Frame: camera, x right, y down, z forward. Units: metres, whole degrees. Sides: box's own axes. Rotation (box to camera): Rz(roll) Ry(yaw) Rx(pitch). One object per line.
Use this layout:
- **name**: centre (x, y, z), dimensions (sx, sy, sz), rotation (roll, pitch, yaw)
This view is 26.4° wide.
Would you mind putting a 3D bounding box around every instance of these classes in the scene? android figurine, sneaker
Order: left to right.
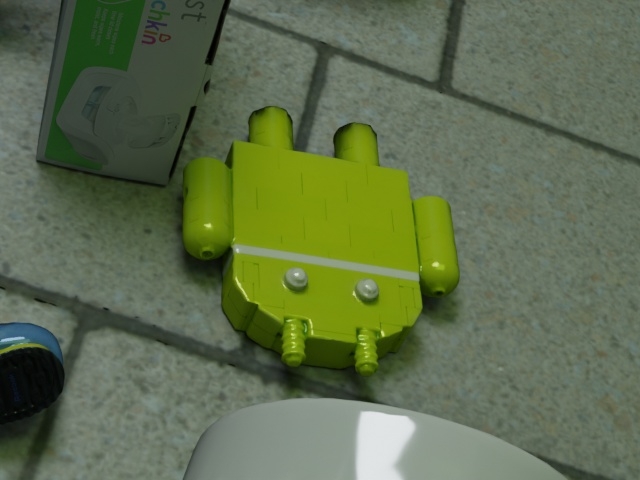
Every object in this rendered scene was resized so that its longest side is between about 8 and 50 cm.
- **sneaker**: centre (-0.290, 0.102, 0.978), dimensions (0.209, 0.069, 0.082), rotation (-11, 25, -19)
- **android figurine**: centre (0.000, 0.000, 1.176), dimensions (0.248, 0.056, 0.273), rotation (11, 48, -15)

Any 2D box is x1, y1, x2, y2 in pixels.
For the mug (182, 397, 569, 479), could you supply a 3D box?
- **mug**: centre (-0.036, 0.299, 0.808), dimensions (0.374, 0.276, 0.328), rotation (3, 53, 19)

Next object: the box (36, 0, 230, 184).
- **box**: centre (-0.149, -0.219, 1.152), dimensions (0.126, 0.262, 0.231), rotation (11, 51, -13)
